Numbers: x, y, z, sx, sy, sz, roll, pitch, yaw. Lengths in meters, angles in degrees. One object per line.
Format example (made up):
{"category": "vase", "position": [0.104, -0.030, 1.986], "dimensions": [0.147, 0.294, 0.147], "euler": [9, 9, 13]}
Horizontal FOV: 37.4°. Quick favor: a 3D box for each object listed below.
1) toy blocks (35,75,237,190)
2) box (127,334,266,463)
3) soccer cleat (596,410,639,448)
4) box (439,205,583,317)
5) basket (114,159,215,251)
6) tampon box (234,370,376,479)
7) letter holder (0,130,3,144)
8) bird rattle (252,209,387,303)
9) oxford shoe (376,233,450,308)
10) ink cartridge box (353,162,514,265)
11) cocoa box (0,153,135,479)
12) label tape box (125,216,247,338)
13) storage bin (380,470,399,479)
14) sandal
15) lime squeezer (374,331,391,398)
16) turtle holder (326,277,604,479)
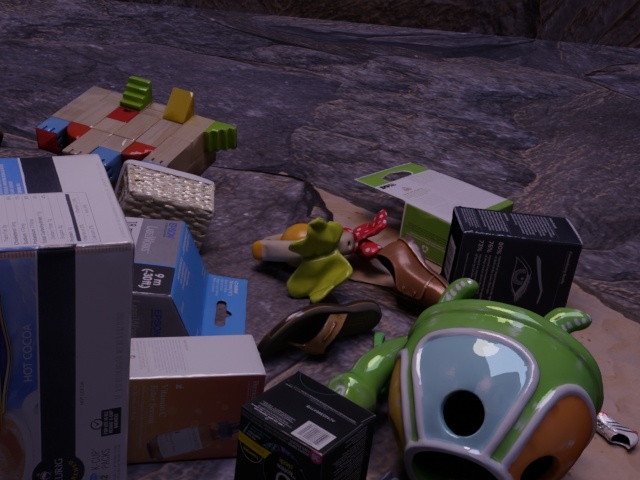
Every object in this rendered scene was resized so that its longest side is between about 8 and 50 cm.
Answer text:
{"category": "toy blocks", "position": [-0.392, -0.172, 1.836], "dimensions": [0.381, 0.190, 0.261], "euler": [18, 39, 17]}
{"category": "box", "position": [-0.164, 0.196, 1.181], "dimensions": [0.171, 0.130, 0.091], "euler": [-1, 27, -16]}
{"category": "soccer cleat", "position": [0.404, 0.264, 1.322], "dimensions": [0.083, 0.029, 0.036], "euler": [28, 28, 26]}
{"category": "box", "position": [0.320, 0.039, 1.609], "dimensions": [0.207, 0.153, 0.108], "euler": [7, 26, -5]}
{"category": "basket", "position": [-0.274, -0.054, 1.642], "dimensions": [0.167, 0.113, 0.103], "euler": [15, 30, -19]}
{"category": "tampon box", "position": [-0.021, 0.256, 1.068], "dimensions": [0.120, 0.161, 0.101], "euler": [24, 31, 32]}
{"category": "letter holder", "position": [-0.580, -0.096, 1.493], "dimensions": [0.152, 0.214, 0.302], "euler": [25, 22, -2]}
{"category": "bird rattle", "position": [0.000, 0.000, 1.636], "dimensions": [0.207, 0.143, 0.253], "euler": [3, 19, 28]}
{"category": "oxford shoe", "position": [0.166, 0.084, 1.559], "dimensions": [0.076, 0.076, 0.212], "euler": [-25, 52, -18]}
{"category": "ink cartridge box", "position": [0.213, -0.056, 1.832], "dimensions": [0.255, 0.097, 0.189], "euler": [27, 32, 36]}
{"category": "cocoa box", "position": [-0.348, 0.105, 1.068], "dimensions": [0.228, 0.347, 0.231], "euler": [-4, 30, -22]}
{"category": "label tape box", "position": [-0.276, 0.061, 1.449], "dimensions": [0.334, 0.105, 0.240], "euler": [5, 27, -6]}
{"category": "storage bin", "position": [0.076, 0.330, 1.037], "dimensions": [0.091, 0.098, 0.135], "euler": [31, 33, 19]}
{"category": "sandal", "position": [0.009, 0.141, 1.421], "dimensions": [0.219, 0.090, 0.060], "euler": [-4, 50, -37]}
{"category": "lime squeezer", "position": [0.039, 0.194, 1.329], "dimensions": [0.110, 0.058, 0.310], "euler": [25, 32, 29]}
{"category": "turtle holder", "position": [0.176, 0.192, 1.170], "dimensions": [0.320, 0.243, 0.227], "euler": [27, 51, 9]}
